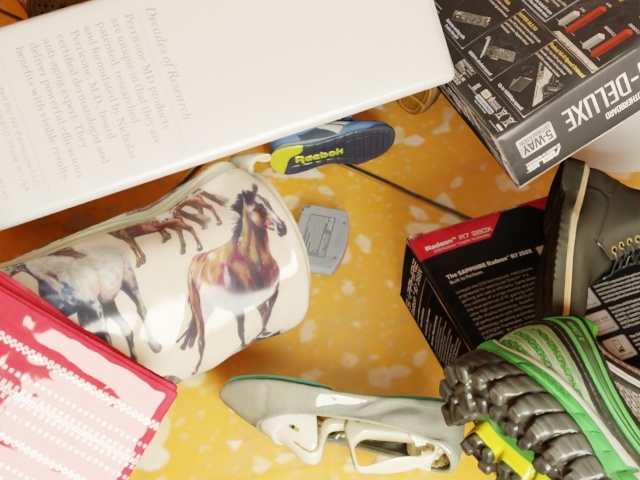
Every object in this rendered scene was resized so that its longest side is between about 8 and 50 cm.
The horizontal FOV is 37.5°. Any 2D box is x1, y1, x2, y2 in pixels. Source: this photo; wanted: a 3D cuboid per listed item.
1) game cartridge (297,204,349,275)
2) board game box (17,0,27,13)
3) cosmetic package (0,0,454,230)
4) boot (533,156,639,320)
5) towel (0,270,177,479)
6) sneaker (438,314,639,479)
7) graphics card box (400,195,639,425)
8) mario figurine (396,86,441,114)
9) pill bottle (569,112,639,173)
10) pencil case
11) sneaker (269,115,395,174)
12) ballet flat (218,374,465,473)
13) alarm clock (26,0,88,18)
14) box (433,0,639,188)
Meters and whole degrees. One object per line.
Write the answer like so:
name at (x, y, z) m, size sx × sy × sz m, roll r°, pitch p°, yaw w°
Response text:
game cartridge at (0.000, 0.000, 0.965) m, size 0.056 × 0.017 × 0.083 m, roll 9°, pitch 50°, yaw 10°
board game box at (-0.349, -0.337, 1.230) m, size 0.103 × 0.026 × 0.154 m, roll -26°, pitch 55°, yaw -23°
cosmetic package at (-0.133, -0.151, 0.886) m, size 0.453 × 0.161 × 0.230 m, roll -19°, pitch 9°, yaw -8°
boot at (0.263, 0.011, 0.811) m, size 0.137 × 0.077 × 0.198 m, roll 17°, pitch 51°, yaw 5°
towel at (-0.249, 0.171, 0.669) m, size 0.199 × 0.031 × 0.275 m, roll 35°, pitch 78°, yaw -20°
sneaker at (0.246, 0.169, 0.635) m, size 0.146 × 0.134 × 0.343 m, roll -30°, pitch 57°, yaw -24°
graphics card box at (0.249, 0.123, 0.819) m, size 0.233 × 0.094 × 0.371 m, roll -16°, pitch 51°, yaw -16°
mario figurine at (0.170, -0.308, 1.128) m, size 0.198 × 0.170 × 0.320 m, roll 47°, pitch 65°, yaw -9°
pill bottle at (0.375, -0.243, 1.075) m, size 0.188 × 0.188 × 0.334 m, roll 26°, pitch 53°, yaw 18°
pencil case at (-0.207, 0.066, 0.788) m, size 0.410 × 0.183 × 0.160 m, roll -25°, pitch 30°, yaw -21°
sneaker at (0.011, -0.116, 1.040) m, size 0.144 × 0.053 × 0.059 m, roll -8°, pitch 48°, yaw -10°
ballet flat at (0.016, 0.159, 0.794) m, size 0.213 × 0.072 × 0.068 m, roll 6°, pitch 54°, yaw 2°
alarm clock at (-0.301, -0.292, 1.121) m, size 0.192 × 0.129 × 0.064 m, roll 40°, pitch 17°, yaw 19°
box at (0.213, -0.226, 0.922) m, size 0.242 × 0.076 × 0.307 m, roll -33°, pitch 45°, yaw 4°
